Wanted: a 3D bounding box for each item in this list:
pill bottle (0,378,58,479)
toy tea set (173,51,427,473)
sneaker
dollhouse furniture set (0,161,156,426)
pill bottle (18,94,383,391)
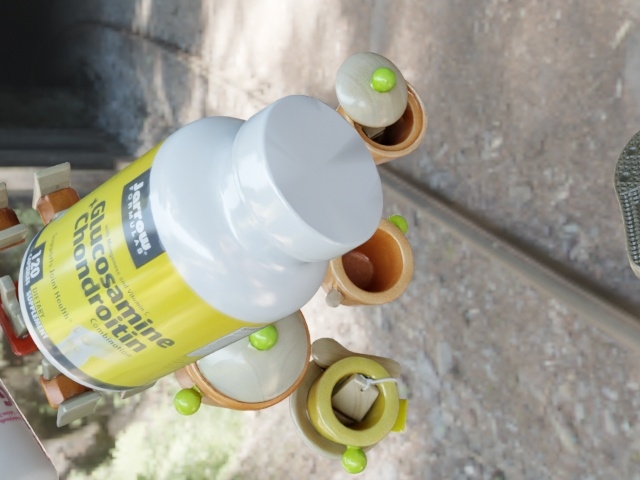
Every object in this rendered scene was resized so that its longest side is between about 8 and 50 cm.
[{"bbox_3d":[-0.409,0.262,1.282,0.283,0.160,0.160,53,153,16],"label":"pill bottle"},{"bbox_3d":[0.000,0.000,0.840,0.124,0.200,0.336,147,132,-64],"label":"toy tea set"},{"bbox_3d":[0.314,-0.025,1.014,0.066,0.071,0.188,-16,43,34],"label":"sneaker"},{"bbox_3d":[-0.331,0.085,1.208,0.262,0.259,0.135,62,156,12],"label":"dollhouse furniture set"},{"bbox_3d":[-0.060,0.002,0.539,0.184,0.103,0.103,-29,60,39],"label":"pill bottle"}]
